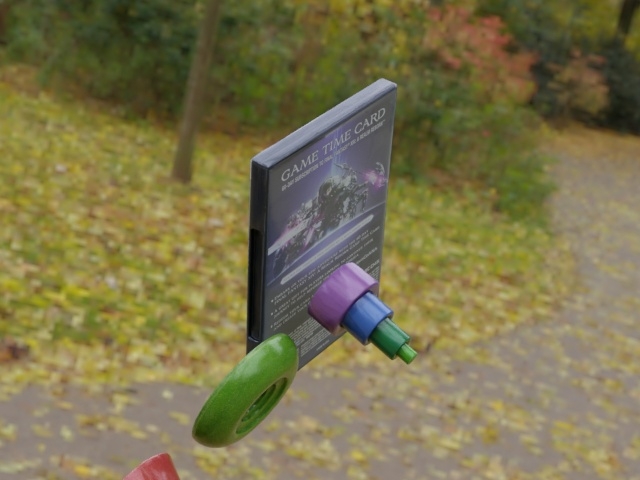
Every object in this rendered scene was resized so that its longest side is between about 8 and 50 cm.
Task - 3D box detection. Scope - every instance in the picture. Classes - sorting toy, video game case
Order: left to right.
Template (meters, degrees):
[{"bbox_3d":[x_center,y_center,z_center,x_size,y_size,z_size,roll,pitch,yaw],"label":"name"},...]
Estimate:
[{"bbox_3d":[-0.047,0.185,1.293,0.126,0.365,0.127,41,-16,16],"label":"sorting toy"},{"bbox_3d":[0.000,0.000,1.397,0.026,0.274,0.196,26,42,29],"label":"video game case"}]
